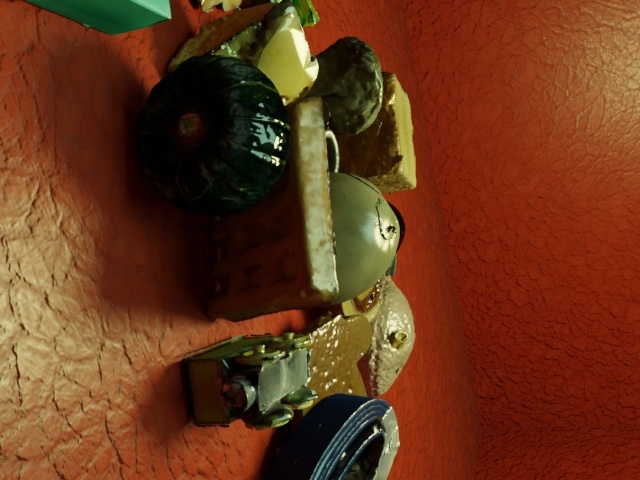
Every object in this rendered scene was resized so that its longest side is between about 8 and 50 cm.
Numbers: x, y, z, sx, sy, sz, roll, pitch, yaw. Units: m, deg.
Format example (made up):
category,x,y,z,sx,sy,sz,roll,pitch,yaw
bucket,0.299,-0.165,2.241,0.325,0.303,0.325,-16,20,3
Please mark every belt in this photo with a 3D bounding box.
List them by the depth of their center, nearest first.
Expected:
category,x,y,z,sx,sy,sz,roll,pitch,yaw
belt,0.031,0.466,1.370,0.347,0.117,0.212,-43,118,-43

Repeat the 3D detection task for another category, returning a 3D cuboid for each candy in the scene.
category,x,y,z,sx,sy,sz,roll,pitch,yaw
candy,-0.071,-0.536,1.557,0.149,0.069,0.246,66,33,-28

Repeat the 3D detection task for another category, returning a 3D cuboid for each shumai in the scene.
category,x,y,z,sx,sy,sz,roll,pitch,yaw
shumai,0.000,-0.339,1.494,0.204,0.272,0.222,-8,82,-37

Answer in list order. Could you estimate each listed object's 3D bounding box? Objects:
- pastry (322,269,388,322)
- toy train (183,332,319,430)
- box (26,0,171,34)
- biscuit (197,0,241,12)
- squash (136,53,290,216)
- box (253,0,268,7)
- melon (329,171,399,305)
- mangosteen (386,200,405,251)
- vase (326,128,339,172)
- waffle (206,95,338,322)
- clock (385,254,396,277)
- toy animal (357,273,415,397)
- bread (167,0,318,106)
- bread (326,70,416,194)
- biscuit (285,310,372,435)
category,x,y,z,sx,sy,sz,roll,pitch,yaw
pastry,0.064,0.099,1.701,0.236,0.170,0.256,-57,149,-30
toy train,-0.112,0.238,1.148,0.261,0.178,0.134,-7,89,-69
box,-0.333,-0.412,0.873,0.311,0.118,0.205,-4,85,-70
biscuit,-0.198,-0.521,1.337,0.118,0.061,0.183,-60,172,23
squash,-0.167,-0.160,1.040,0.165,0.252,0.252,23,61,-56
box,-0.125,-0.647,1.600,0.180,0.047,0.324,-50,130,-61
melon,0.000,0.000,1.309,0.268,0.330,0.268,32,53,-57
mangosteen,0.145,-0.024,1.917,0.210,0.210,0.209,-7,90,-70
vase,-0.047,-0.122,1.488,0.251,0.156,0.300,-32,126,-30
waffle,-0.091,-0.044,1.138,0.078,0.304,0.348,7,73,-39
clock,0.211,0.023,2.272,0.215,0.042,0.214,-7,90,-70
toy animal,0.170,0.247,1.872,0.226,0.188,0.358,71,20,-59
bread,-0.142,-0.314,1.251,0.162,0.262,0.204,49,-13,54
bread,0.089,-0.256,1.713,0.207,0.279,0.278,20,62,-68
biscuit,0.017,0.366,1.510,0.368,0.076,0.393,-32,112,-48
